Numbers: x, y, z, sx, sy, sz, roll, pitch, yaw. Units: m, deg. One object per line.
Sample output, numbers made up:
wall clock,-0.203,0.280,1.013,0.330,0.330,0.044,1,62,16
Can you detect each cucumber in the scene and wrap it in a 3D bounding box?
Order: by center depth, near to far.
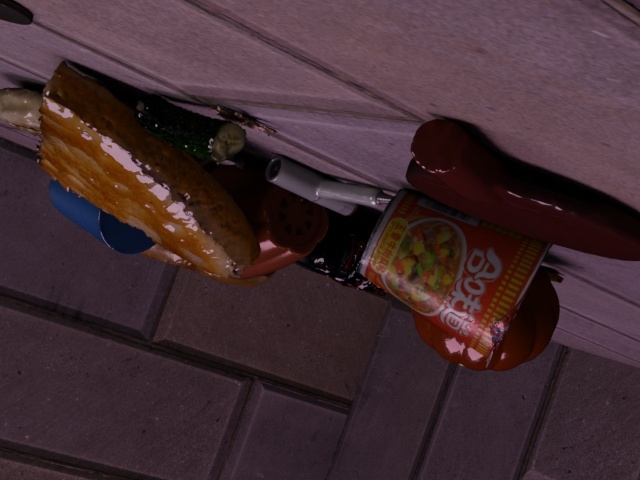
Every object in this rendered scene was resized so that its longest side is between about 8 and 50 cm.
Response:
cucumber,-0.168,-0.139,1.562,0.058,0.058,0.187,24,180,-43

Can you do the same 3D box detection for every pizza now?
pizza,-0.303,-0.124,1.836,0.406,0.130,0.440,15,155,48

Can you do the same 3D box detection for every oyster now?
oyster,-0.164,-0.124,1.902,0.122,0.045,0.146,-11,176,43

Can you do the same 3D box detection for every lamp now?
lamp,0.242,0.094,1.851,0.223,0.196,0.223,6,-147,-4

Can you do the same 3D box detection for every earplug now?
earplug,-0.383,-0.070,2.173,0.132,0.132,0.273,23,179,-38

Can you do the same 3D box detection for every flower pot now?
flower pot,-0.088,-0.033,1.961,0.191,0.190,0.173,23,165,-34

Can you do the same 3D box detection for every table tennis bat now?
table tennis bat,0.197,-0.042,1.281,0.268,0.051,0.415,17,177,30
table tennis bat,-0.421,-0.278,1.338,0.235,0.022,0.131,19,178,-14

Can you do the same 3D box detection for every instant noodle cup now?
instant noodle cup,0.169,0.036,1.651,0.212,0.193,0.193,27,177,9

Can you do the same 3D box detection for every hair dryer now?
hair dryer,0.032,-0.074,1.770,0.155,0.044,0.183,21,171,-36

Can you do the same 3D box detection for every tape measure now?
tape measure,0.050,0.010,2.140,0.223,0.135,0.202,20,-173,42

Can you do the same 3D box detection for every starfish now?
starfish,-0.095,-0.147,1.535,0.092,0.016,0.086,19,-177,-26

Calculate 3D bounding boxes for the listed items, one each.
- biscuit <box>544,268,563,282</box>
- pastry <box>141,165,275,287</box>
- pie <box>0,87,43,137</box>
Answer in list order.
biscuit,0.344,0.049,2.006,0.092,0.016,0.082,20,-179,14
pastry,-0.213,-0.043,2.295,0.316,0.184,0.284,20,-173,-3
pie,-0.384,-0.178,2.078,0.339,0.077,0.339,21,176,2
